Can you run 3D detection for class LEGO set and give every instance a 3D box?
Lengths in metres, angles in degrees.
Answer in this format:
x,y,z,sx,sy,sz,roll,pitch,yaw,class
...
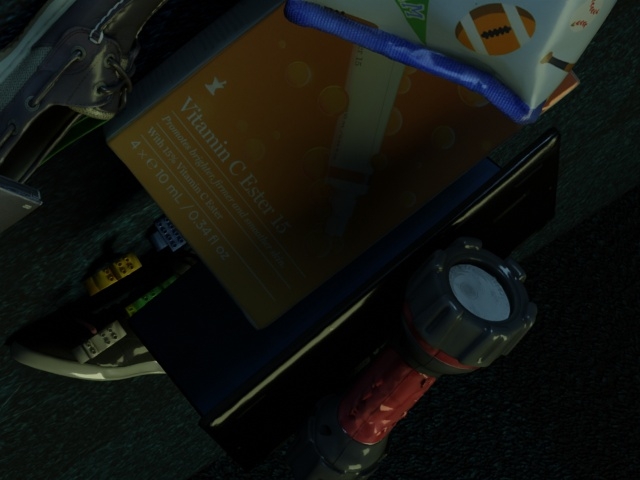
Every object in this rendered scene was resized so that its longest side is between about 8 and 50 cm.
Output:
x,y,z,sx,sy,sz,roll,pitch,yaw,class
-0.186,0.037,2.086,0.227,0.087,0.093,-35,-177,-14,LEGO set

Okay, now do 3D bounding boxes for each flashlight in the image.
x,y,z,sx,sy,sz,roll,pitch,yaw,class
0.065,0.123,1.621,0.103,0.103,0.304,4,142,-33,flashlight

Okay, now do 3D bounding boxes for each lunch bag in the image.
x,y,z,sx,sy,sz,roll,pitch,yaw,class
0.166,-0.322,1.310,0.328,0.239,0.385,-62,-177,38,lunch bag

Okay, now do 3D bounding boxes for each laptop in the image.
x,y,z,sx,sy,sz,roll,pitch,yaw,class
0.000,0.000,1.763,0.382,0.236,0.408,-40,166,-5,laptop

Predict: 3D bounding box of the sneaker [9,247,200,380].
x,y,z,sx,sy,sz,roll,pitch,yaw,class
-0.213,0.077,2.187,0.296,0.104,0.146,0,107,-33,sneaker

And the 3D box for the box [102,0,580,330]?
x,y,z,sx,sy,sz,roll,pitch,yaw,class
0.011,-0.123,1.649,0.345,0.215,0.168,-38,-165,2,box

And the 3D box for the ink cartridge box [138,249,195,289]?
x,y,z,sx,sy,sz,roll,pitch,yaw,class
-0.177,0.070,2.334,0.088,0.052,0.122,-33,166,-19,ink cartridge box

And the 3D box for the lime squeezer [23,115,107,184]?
x,y,z,sx,sy,sz,roll,pitch,yaw,class
-0.297,-0.023,1.586,0.310,0.059,0.110,-41,-175,5,lime squeezer

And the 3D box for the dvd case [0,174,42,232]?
x,y,z,sx,sy,sz,roll,pitch,yaw,class
-0.344,0.000,1.437,0.221,0.018,0.164,-32,149,24,dvd case

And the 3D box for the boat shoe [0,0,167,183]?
x,y,z,sx,sy,sz,roll,pitch,yaw,class
-0.186,-0.128,1.455,0.285,0.092,0.103,-39,170,13,boat shoe
